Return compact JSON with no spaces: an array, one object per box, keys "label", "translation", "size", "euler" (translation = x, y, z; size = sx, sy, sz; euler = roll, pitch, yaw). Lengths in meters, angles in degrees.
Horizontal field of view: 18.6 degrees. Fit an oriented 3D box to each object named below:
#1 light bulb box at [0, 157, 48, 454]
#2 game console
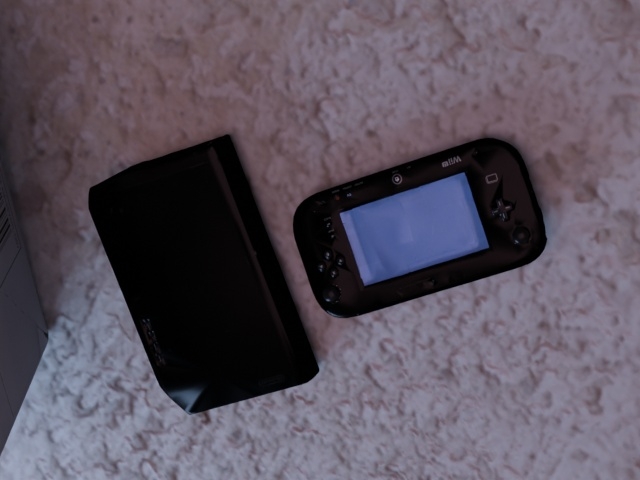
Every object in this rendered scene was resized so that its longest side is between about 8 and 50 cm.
[{"label":"light bulb box","translation":[-0.447,0.000,1.552],"size":[0.361,0.225,0.358],"euler":[-8,113,8]},{"label":"game console","translation":[0.000,0.000,1.567],"size":[0.361,0.044,0.213],"euler":[-18,100,21]}]
